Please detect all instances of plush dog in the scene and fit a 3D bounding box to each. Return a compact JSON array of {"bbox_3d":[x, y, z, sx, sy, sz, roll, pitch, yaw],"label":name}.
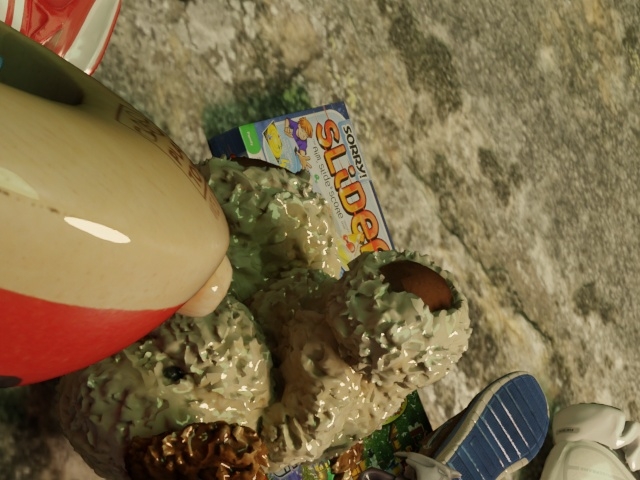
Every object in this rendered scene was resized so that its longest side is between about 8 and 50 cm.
[{"bbox_3d":[-0.062,0.086,1.028,0.225,0.262,0.210,-14,123,-31],"label":"plush dog"}]

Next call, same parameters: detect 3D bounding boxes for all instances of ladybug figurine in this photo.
[{"bbox_3d":[-0.253,-0.057,0.792,0.449,0.162,0.305,29,9,-10],"label":"ladybug figurine"}]

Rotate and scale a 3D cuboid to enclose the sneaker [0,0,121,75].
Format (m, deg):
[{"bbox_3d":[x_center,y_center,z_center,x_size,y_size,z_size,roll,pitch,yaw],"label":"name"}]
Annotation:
[{"bbox_3d":[-0.183,-0.214,1.084,0.128,0.087,0.221,38,48,-36],"label":"sneaker"}]

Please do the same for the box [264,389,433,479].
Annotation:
[{"bbox_3d":[0.012,0.196,1.178,0.233,0.044,0.159,-26,96,-51],"label":"box"}]

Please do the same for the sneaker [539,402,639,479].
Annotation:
[{"bbox_3d":[0.291,0.278,1.438,0.292,0.110,0.118,45,52,-17],"label":"sneaker"}]

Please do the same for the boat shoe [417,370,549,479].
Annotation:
[{"bbox_3d":[0.106,0.158,1.214,0.183,0.066,0.066,-37,102,-44],"label":"boat shoe"}]

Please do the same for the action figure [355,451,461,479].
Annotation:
[{"bbox_3d":[0.032,0.216,0.960,0.285,0.099,0.185,25,71,-60],"label":"action figure"}]

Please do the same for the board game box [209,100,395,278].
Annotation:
[{"bbox_3d":[0.000,0.000,1.251,0.136,0.035,0.201,-21,91,-51],"label":"board game box"}]
